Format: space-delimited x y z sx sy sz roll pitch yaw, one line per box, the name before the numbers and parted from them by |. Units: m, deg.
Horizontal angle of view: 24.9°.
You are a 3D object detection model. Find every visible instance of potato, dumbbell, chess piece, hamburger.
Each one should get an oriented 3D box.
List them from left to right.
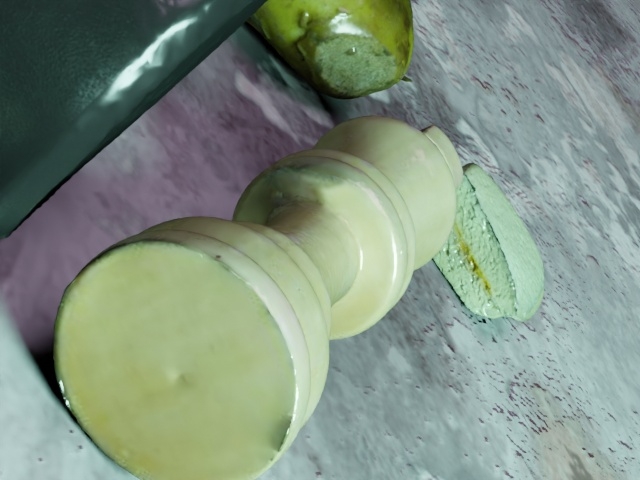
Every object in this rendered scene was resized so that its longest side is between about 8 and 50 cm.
dumbbell | -0.181 -0.178 0.620 0.322 0.204 0.204 48 27 -7
potato | -0.014 -0.207 1.007 0.251 0.113 0.149 53 28 4
chess piece | 0.000 0.000 0.787 0.117 0.117 0.397 51 25 -1
hamburger | 0.119 0.005 1.022 0.084 0.054 0.121 1 58 -62
